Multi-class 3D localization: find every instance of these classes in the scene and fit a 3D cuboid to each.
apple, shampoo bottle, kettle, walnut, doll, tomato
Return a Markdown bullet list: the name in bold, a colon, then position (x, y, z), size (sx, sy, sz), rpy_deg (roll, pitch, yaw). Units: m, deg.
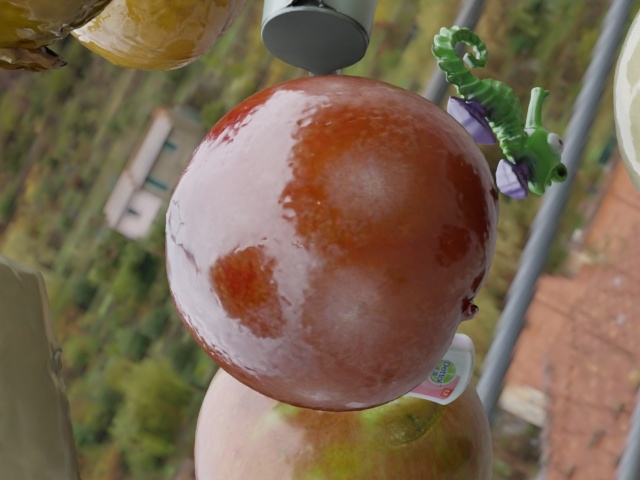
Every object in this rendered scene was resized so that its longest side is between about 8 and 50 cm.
- **apple**: position (0.021, 0.250, 1.826), size (0.339, 0.340, 0.339), rpy_deg (-61, 8, 15)
- **shampoo bottle**: position (0.094, 0.112, 1.499), size (0.043, 0.099, 0.072), rpy_deg (-114, 42, -60)
- **kettle**: position (0.000, -0.216, 1.346), size (0.127, 0.098, 0.148), rpy_deg (140, 143, -57)
- **walnut**: position (-0.167, -0.264, 1.495), size (0.193, 0.225, 0.193), rpy_deg (-34, 6, 4)
- **doll**: position (0.171, -0.123, 1.564), size (0.050, 0.190, 0.115), rpy_deg (-28, 20, 46)
- **tomato**: position (0.000, 0.000, 1.281), size (0.265, 0.265, 0.265), rpy_deg (-61, 8, 15)

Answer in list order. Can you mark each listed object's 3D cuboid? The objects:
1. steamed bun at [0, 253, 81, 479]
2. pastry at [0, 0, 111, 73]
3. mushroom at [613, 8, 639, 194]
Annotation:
- **steamed bun**: position (-0.352, 0.174, 0.996), size (0.290, 0.371, 0.456), rpy_deg (-17, -9, 28)
- **pastry**: position (-0.137, -0.255, 0.757), size (0.356, 0.164, 0.356), rpy_deg (-171, 90, -72)
- **mushroom**: position (0.346, -0.109, 1.276), size (0.246, 0.246, 0.202), rpy_deg (-62, 35, 6)
